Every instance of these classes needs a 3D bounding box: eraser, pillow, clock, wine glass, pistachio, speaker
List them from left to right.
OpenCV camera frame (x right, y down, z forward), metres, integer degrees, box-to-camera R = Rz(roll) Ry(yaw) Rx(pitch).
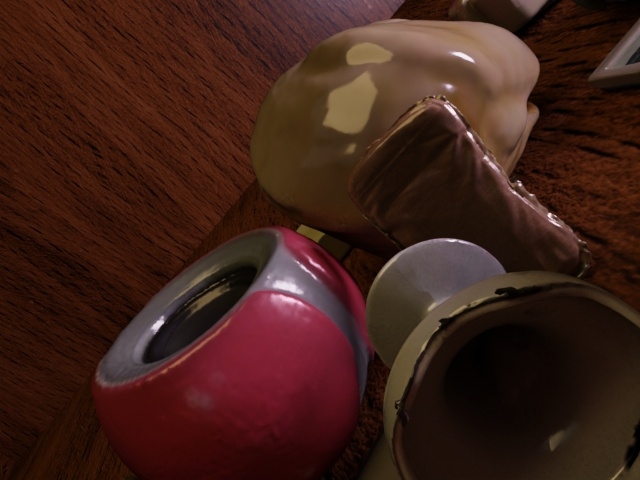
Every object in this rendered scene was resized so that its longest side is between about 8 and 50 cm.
[{"bbox_3d":[-0.082,0.120,0.631,0.294,0.294,0.294,-46,16,18],"label":"speaker"},{"bbox_3d":[0.000,0.000,1.057,0.117,0.058,0.172,-52,16,-6],"label":"eraser"},{"bbox_3d":[0.086,-0.148,0.752,0.366,0.281,0.445,-18,33,3],"label":"pistachio"},{"bbox_3d":[0.122,-0.019,0.527,0.135,0.211,0.034,-44,-11,29],"label":"pillow"},{"bbox_3d":[0.111,0.079,0.405,0.165,0.165,0.196,-49,11,8],"label":"wine glass"},{"bbox_3d":[0.362,-0.490,1.068,0.284,0.114,0.309,-50,15,7],"label":"clock"}]

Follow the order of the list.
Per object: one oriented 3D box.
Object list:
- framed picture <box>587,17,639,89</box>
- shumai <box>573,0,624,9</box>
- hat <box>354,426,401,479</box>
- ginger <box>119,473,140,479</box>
[{"bbox_3d":[0.425,-0.272,0.558,0.315,0.024,0.232,-51,15,-2],"label":"framed picture"},{"bbox_3d":[0.388,-0.385,0.717,0.256,0.189,0.218,-149,76,-73],"label":"shumai"},{"bbox_3d":[0.008,0.215,0.433,0.214,0.149,0.244,-33,34,48],"label":"hat"},{"bbox_3d":[-0.242,0.409,0.686,0.221,0.130,0.276,-63,12,-9],"label":"ginger"}]
